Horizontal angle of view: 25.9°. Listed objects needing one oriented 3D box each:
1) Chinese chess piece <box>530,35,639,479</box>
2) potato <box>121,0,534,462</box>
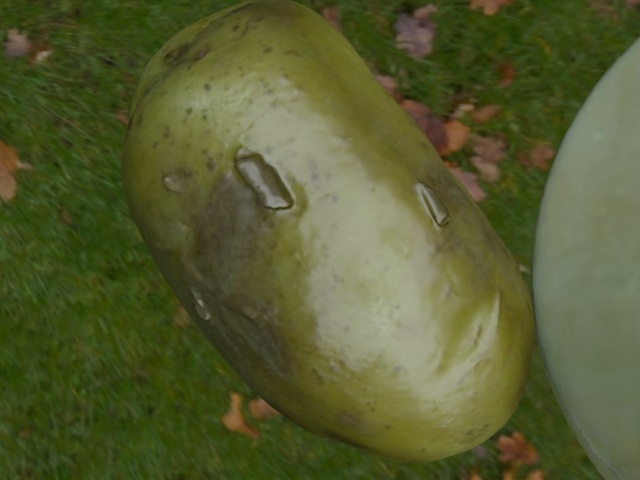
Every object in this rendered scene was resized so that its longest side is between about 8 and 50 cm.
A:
[{"bbox_3d":[0.285,0.015,0.742,0.146,0.349,0.349,23,91,-49],"label":"Chinese chess piece"},{"bbox_3d":[0.000,-0.001,0.679,0.148,0.197,0.228,-42,113,-20],"label":"potato"}]
